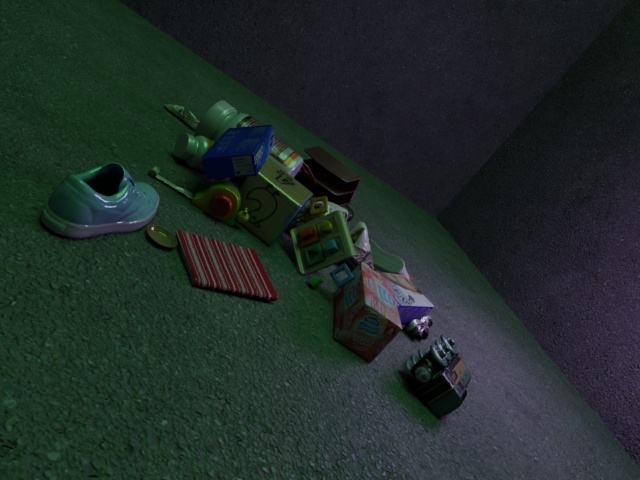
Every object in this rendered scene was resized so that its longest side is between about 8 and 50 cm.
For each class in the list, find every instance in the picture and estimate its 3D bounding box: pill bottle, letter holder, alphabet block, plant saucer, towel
[{"bbox_3d":[-0.281,-0.351,2.018,0.392,0.224,0.224,39,18,-1],"label":"pill bottle"},{"bbox_3d":[0.003,-0.300,2.453,0.302,0.152,0.214,41,36,26],"label":"letter holder"},{"bbox_3d":[-0.171,-0.132,1.750,0.197,0.192,0.193,38,20,-2],"label":"alphabet block"},{"bbox_3d":[-0.002,-0.014,1.807,0.117,0.117,0.215,23,59,-41],"label":"pill bottle"},{"bbox_3d":[-0.400,-0.006,1.295,0.083,0.015,0.083,34,19,-14],"label":"plant saucer"},{"bbox_3d":[-0.404,-0.300,1.826,0.208,0.117,0.117,20,26,-44],"label":"pill bottle"},{"bbox_3d":[-0.248,0.073,1.379,0.275,0.031,0.199,18,29,-44],"label":"towel"}]

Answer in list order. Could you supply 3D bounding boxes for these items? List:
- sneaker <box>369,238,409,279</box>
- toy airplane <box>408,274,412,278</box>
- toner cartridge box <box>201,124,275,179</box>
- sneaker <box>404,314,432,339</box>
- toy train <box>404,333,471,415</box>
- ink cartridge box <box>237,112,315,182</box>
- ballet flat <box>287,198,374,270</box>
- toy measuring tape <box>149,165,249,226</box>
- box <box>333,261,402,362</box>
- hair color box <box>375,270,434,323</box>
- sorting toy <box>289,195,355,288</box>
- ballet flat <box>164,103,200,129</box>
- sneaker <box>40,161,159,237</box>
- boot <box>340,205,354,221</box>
[{"bbox_3d":[0.251,0.099,2.205,0.292,0.108,0.169,34,-14,37],"label":"sneaker"},{"bbox_3d":[0.373,0.166,2.365,0.151,0.028,0.151,33,20,-13],"label":"toy airplane"},{"bbox_3d":[-0.260,-0.298,1.698,0.165,0.075,0.348,-2,27,7],"label":"toner cartridge box"},{"bbox_3d":[0.376,0.335,1.930,0.178,0.072,0.077,-3,56,-53],"label":"sneaker"},{"bbox_3d":[0.383,0.419,1.630,0.190,0.142,0.334,57,20,13],"label":"toy train"},{"bbox_3d":[-0.202,-0.371,2.271,0.385,0.091,0.308,40,-2,10],"label":"ink cartridge box"},{"bbox_3d":[0.066,-0.032,1.988,0.483,0.182,0.164,32,12,-22],"label":"ballet flat"},{"bbox_3d":[-0.355,-0.160,1.595,0.330,0.121,0.121,33,19,-17],"label":"toy measuring tape"},{"bbox_3d":[0.141,0.212,1.603,0.142,0.154,0.300,35,17,-11],"label":"box"},{"bbox_3d":[0.268,0.214,1.924,0.185,0.110,0.339,48,18,29],"label":"hair color box"},{"bbox_3d":[0.000,0.000,1.704,0.047,0.196,0.347,50,22,-60],"label":"sorting toy"},{"bbox_3d":[-0.571,-0.529,2.154,0.168,0.052,0.057,38,18,-3],"label":"ballet flat"},{"bbox_3d":[-0.464,-0.108,1.197,0.135,0.150,0.366,40,18,0],"label":"sneaker"},{"bbox_3d":[0.046,-0.188,2.507,0.161,0.083,0.246,9,33,-47],"label":"boot"}]
